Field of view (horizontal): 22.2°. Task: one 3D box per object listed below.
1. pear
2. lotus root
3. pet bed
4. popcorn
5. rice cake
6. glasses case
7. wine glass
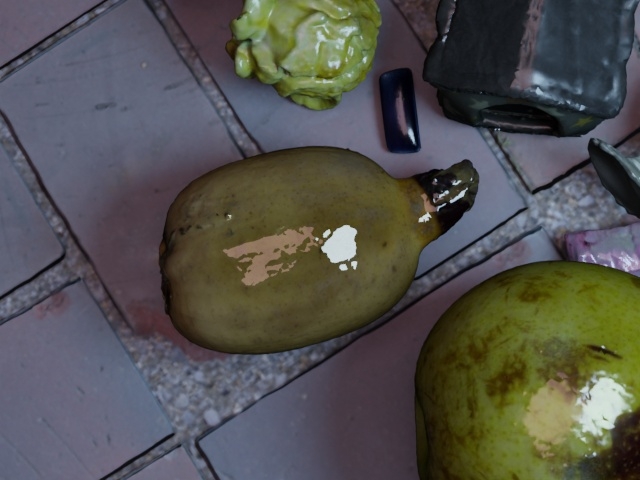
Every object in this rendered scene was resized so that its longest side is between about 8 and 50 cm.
[{"bbox_3d":[0.212,0.152,1.397,0.283,0.283,0.284,-1,83,6],"label":"pear"},{"bbox_3d":[0.000,0.000,1.488,0.310,0.183,0.183,-15,82,-2],"label":"lotus root"},{"bbox_3d":[0.198,-0.207,1.489,0.183,0.159,0.211,11,84,7],"label":"pet bed"},{"bbox_3d":[-0.010,-0.196,1.524,0.135,0.162,0.141,-11,40,35],"label":"popcorn"},{"bbox_3d":[0.372,0.014,1.499,0.290,0.051,0.081,-4,81,6],"label":"rice cake"},{"bbox_3d":[0.076,-0.124,1.560,0.033,0.023,0.083,-7,82,3],"label":"glasses case"},{"bbox_3d":[0.352,-0.118,1.487,0.222,0.103,0.103,-39,81,-8],"label":"wine glass"}]
